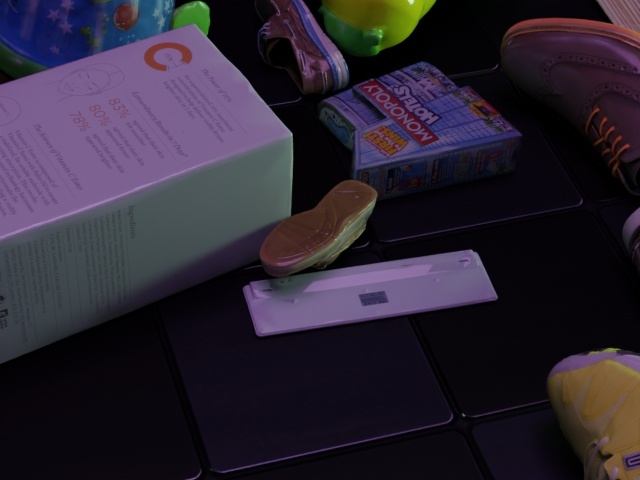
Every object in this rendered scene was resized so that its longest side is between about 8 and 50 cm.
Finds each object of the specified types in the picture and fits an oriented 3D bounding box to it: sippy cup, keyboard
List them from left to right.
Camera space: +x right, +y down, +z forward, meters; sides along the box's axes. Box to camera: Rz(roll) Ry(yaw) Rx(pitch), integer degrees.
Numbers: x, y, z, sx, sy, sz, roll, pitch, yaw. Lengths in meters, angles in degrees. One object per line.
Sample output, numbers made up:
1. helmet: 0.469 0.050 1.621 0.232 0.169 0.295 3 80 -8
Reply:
1. sippy cup: -0.260 -0.313 1.804 0.305 0.224 0.240 15 36 0
2. keyboard: 0.052 0.054 1.634 0.256 0.014 0.072 -8 51 -12

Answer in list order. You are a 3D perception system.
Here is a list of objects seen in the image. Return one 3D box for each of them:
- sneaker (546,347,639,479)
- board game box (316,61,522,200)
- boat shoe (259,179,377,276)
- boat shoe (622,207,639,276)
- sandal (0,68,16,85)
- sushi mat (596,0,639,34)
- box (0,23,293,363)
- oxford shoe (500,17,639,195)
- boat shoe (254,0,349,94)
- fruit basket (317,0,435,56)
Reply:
1. sneaker: 0.300 0.242 1.365 0.147 0.145 0.384 -18 47 -21
2. board game box: 0.089 -0.121 1.778 0.194 0.060 0.194 -23 51 -26
3. boat shoe: 0.000 0.000 1.649 0.063 0.059 0.170 30 45 27
4. boat shoe: 0.474 0.001 1.651 0.305 0.109 0.091 -7 46 -3
5. sandal: -0.360 -0.143 1.765 0.090 0.060 0.219 21 24 -35
6. sushi mat: 0.460 -0.232 1.947 0.151 0.019 0.316 -11 46 -14
7. box: -0.228 -0.055 1.612 0.345 0.168 0.215 -22 50 -23
8. oxford shoe: 0.346 -0.138 1.770 0.364 0.130 0.133 27 55 22
9. boat shoe: -0.039 -0.241 1.887 0.066 0.066 0.183 -22 50 -22
10. fruit basket: 0.083 -0.392 1.969 0.392 0.283 0.392 0 87 4
